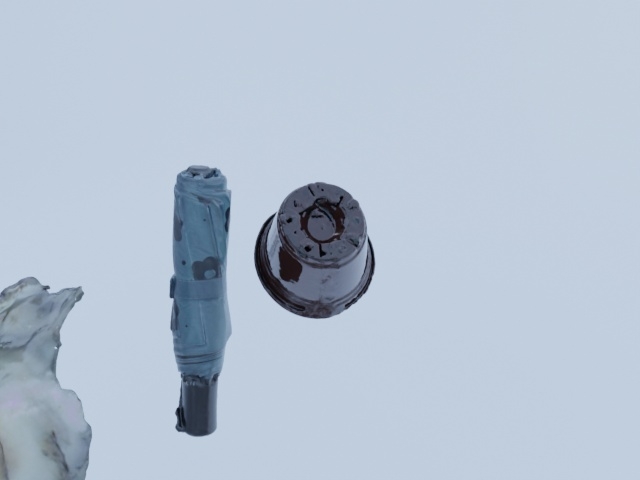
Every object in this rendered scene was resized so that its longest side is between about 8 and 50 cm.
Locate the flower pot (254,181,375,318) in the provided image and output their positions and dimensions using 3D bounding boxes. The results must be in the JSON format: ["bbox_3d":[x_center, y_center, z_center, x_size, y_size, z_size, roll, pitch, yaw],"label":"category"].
[{"bbox_3d":[0.000,0.000,0.899,0.111,0.089,0.111,3,-113,-7],"label":"flower pot"}]

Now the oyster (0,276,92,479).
[{"bbox_3d":[-0.267,0.157,0.765,0.100,0.275,0.271,-4,167,36],"label":"oyster"}]

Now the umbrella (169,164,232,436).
[{"bbox_3d":[-0.103,0.057,0.932,0.053,0.250,0.052,7,-161,17],"label":"umbrella"}]
